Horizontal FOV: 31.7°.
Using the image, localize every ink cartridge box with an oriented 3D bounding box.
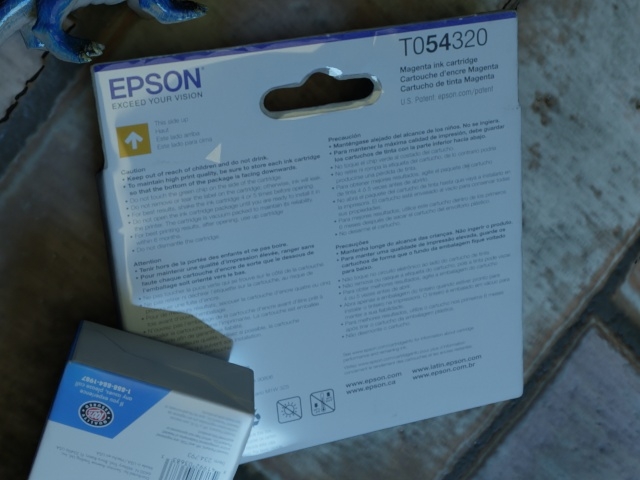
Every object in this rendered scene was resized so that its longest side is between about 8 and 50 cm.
[{"bbox_3d":[0.000,0.000,0.872,0.324,0.071,0.330,-10,109,-16],"label":"ink cartridge box"},{"bbox_3d":[-0.146,0.189,0.809,0.134,0.078,0.231,18,106,-11],"label":"ink cartridge box"}]

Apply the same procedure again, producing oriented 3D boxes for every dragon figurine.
[{"bbox_3d":[-0.164,-0.197,0.733,0.289,0.085,0.144,-24,114,-14],"label":"dragon figurine"}]
